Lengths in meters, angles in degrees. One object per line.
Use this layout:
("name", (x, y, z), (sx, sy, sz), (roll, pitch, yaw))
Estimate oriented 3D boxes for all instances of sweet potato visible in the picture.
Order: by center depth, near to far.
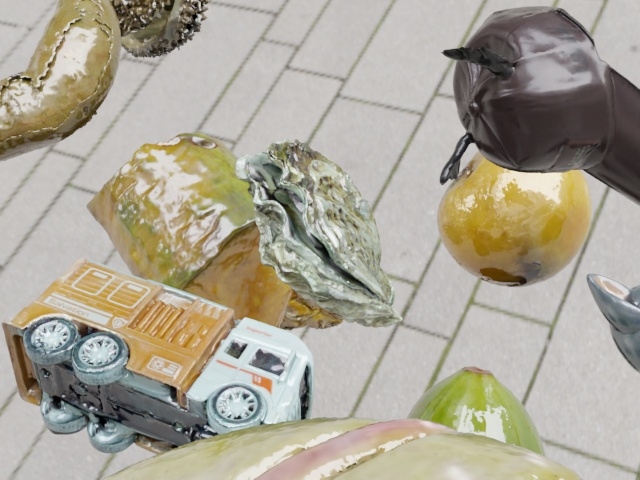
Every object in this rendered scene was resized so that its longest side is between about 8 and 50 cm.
("sweet potato", (-0.285, -0.169, 1.021), (0.124, 0.098, 0.310), (27, 64, 8))

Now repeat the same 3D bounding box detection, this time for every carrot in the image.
("carrot", (-0.163, 0.008, 1.426), (0.241, 0.241, 0.340), (-36, 72, -15))

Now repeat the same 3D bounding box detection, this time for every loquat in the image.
("loquat", (0.327, -0.052, 1.656), (0.263, 0.263, 0.263), (-6, 53, 8))

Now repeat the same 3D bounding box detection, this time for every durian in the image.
("durian", (-0.241, -0.348, 1.314), (0.167, 0.196, 0.196), (36, 68, 24))

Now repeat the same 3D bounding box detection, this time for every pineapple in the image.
("pineapple", (-0.033, 0.108, 1.712), (0.161, 0.334, 0.158), (-42, 93, -9))

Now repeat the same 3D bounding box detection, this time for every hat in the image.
("hat", (0.272, -0.144, 1.247), (0.209, 0.238, 0.336), (-34, 73, -18))

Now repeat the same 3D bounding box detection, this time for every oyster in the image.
("oyster", (0.000, 0.000, 1.213), (0.112, 0.198, 0.267), (-31, 81, 31))

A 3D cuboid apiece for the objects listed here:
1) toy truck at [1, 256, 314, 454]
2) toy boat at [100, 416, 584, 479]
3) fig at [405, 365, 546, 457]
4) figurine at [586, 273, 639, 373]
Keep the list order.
("toy truck", (-0.152, 0.133, 0.990), (0.306, 0.136, 0.162), (18, 44, 16))
("toy boat", (0.014, 0.170, 0.355), (0.276, 0.111, 0.293), (-22, 49, 14))
("fig", (0.285, 0.395, 1.830), (0.316, 0.316, 0.316), (-6, 53, 8))
("figurine", (0.452, 0.147, 1.160), (0.140, 0.193, 0.265), (-35, 48, 13))
